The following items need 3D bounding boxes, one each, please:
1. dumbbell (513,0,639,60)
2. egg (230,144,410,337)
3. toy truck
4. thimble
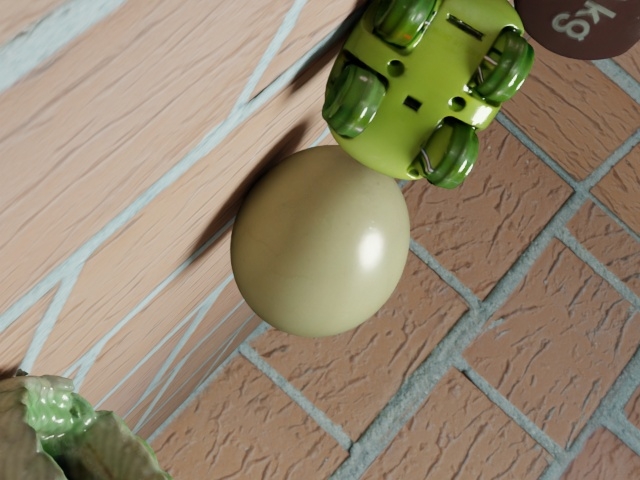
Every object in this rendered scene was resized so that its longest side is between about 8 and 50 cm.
[{"bbox_3d":[0.244,-0.278,1.299,0.140,0.124,0.225,-46,-156,40],"label":"dumbbell"},{"bbox_3d":[0.000,0.000,1.505,0.186,0.186,0.242,-45,166,-33],"label":"egg"},{"bbox_3d":[0.094,-0.169,1.279,0.187,0.148,0.210,-52,-164,36],"label":"toy truck"},{"bbox_3d":[-0.217,0.214,1.121,0.150,0.219,0.219,-45,177,9],"label":"thimble"}]
